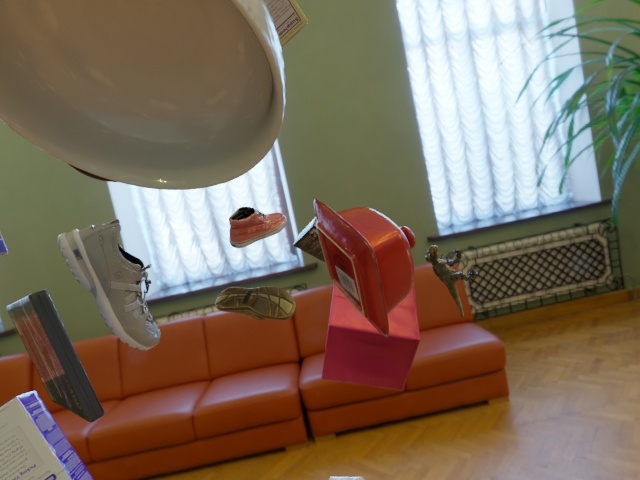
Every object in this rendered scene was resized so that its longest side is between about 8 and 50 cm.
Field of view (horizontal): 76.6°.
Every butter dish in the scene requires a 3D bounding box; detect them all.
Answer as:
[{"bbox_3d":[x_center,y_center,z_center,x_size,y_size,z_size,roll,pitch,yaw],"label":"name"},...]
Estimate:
[{"bbox_3d":[0.076,0.017,0.554,0.118,0.160,0.160,-25,35,-16],"label":"butter dish"}]

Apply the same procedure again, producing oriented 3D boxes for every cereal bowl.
[{"bbox_3d":[-0.203,-0.213,0.460,0.338,0.141,0.339,1,-30,1],"label":"cereal bowl"}]

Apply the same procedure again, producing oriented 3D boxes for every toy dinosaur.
[{"bbox_3d":[0.419,0.103,1.274,0.118,0.268,0.064,-37,16,-11],"label":"toy dinosaur"}]

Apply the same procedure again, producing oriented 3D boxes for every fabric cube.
[{"bbox_3d":[0.151,0.279,1.282,0.258,0.254,0.259,7,36,3],"label":"fabric cube"}]

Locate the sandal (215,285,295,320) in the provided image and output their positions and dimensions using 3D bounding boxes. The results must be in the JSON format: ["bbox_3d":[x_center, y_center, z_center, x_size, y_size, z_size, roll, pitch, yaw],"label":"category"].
[{"bbox_3d":[-0.124,0.129,0.793,0.180,0.049,0.072,0,41,26],"label":"sandal"}]

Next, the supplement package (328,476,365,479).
[{"bbox_3d":[0.108,0.773,1.073,0.133,0.244,0.139,-30,9,41],"label":"supplement package"}]

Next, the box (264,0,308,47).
[{"bbox_3d":[-0.165,-0.472,0.699,0.117,0.214,0.243,-38,-37,9],"label":"box"}]

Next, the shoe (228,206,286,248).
[{"bbox_3d":[-0.155,-0.051,1.023,0.063,0.081,0.178,30,42,33],"label":"shoe"}]

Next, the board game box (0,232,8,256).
[{"bbox_3d":[-0.670,-0.090,0.646,0.232,0.291,0.141,-2,16,35],"label":"board game box"}]

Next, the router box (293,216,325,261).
[{"bbox_3d":[0.000,0.000,1.393,0.133,0.046,0.179,29,-32,-13],"label":"router box"}]

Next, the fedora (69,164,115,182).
[{"bbox_3d":[-0.514,-0.298,0.974,0.152,0.334,0.334,8,16,33],"label":"fedora"}]

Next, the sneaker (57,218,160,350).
[{"bbox_3d":[-0.360,0.090,0.759,0.115,0.281,0.105,-30,34,-20],"label":"sneaker"}]

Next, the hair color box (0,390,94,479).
[{"bbox_3d":[-0.632,0.526,0.871,0.185,0.339,0.110,-33,-3,-19],"label":"hair color box"}]

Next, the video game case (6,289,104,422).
[{"bbox_3d":[-0.436,0.183,0.651,0.274,0.196,0.026,-15,9,45],"label":"video game case"}]
